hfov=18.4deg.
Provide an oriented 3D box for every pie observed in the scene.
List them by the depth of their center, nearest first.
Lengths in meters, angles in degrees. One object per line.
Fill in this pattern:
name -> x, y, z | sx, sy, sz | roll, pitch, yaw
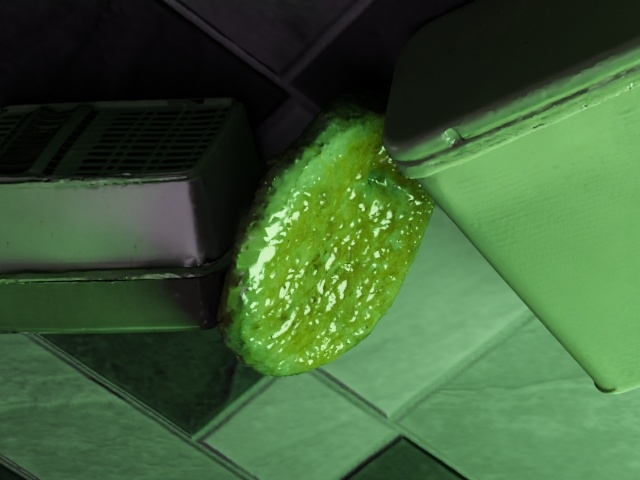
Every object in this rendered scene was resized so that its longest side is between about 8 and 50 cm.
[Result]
pie -> 0.000, 0.000, 1.760 | 0.078, 0.277, 0.277 | 30, 140, 33

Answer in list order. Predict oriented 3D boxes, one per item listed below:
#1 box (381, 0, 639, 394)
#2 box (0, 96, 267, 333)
box -> 0.291, -0.069, 1.673 | 0.352, 0.177, 0.344 | -23, 122, 29
box -> -0.197, -0.022, 1.807 | 0.290, 0.220, 0.166 | -1, 116, 15
